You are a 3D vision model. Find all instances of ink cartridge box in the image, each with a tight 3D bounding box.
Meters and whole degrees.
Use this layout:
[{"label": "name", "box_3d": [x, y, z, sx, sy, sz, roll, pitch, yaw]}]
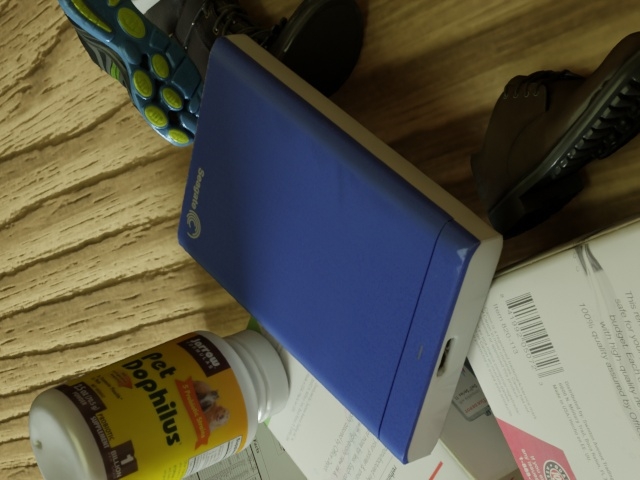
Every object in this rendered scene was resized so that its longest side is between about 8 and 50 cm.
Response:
[{"label": "ink cartridge box", "box_3d": [0.244, 0.083, 0.972, 0.283, 0.117, 0.207, -27, 87, 56]}, {"label": "ink cartridge box", "box_3d": [0.083, 0.170, 1.231, 0.353, 0.119, 0.207, 50, 142, 24]}]

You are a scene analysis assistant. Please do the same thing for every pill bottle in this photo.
[{"label": "pill bottle", "box_3d": [-0.137, 0.152, 1.223, 0.117, 0.215, 0.117, 31, 131, 43]}]

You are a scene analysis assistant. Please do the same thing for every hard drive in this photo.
[{"label": "hard drive", "box_3d": [0.000, 0.000, 1.118, 0.319, 0.040, 0.210, 42, 131, 36]}]

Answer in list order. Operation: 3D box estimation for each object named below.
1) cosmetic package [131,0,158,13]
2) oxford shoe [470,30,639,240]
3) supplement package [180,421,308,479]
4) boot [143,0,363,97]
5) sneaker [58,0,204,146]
[{"label": "cosmetic package", "box_3d": [-0.189, -0.341, 1.303, 0.099, 0.060, 0.239, -24, 75, 57]}, {"label": "oxford shoe", "box_3d": [0.169, -0.090, 1.006, 0.096, 0.083, 0.227, 62, 144, 14]}, {"label": "supplement package", "box_3d": [-0.123, 0.237, 1.469, 0.194, 0.203, 0.149, -3, 107, 54]}, {"label": "boot", "box_3d": [-0.083, -0.195, 1.277, 0.229, 0.091, 0.263, 60, 138, 23]}, {"label": "sneaker", "box_3d": [-0.168, -0.169, 1.267, 0.188, 0.067, 0.078, 51, 174, -6]}]
